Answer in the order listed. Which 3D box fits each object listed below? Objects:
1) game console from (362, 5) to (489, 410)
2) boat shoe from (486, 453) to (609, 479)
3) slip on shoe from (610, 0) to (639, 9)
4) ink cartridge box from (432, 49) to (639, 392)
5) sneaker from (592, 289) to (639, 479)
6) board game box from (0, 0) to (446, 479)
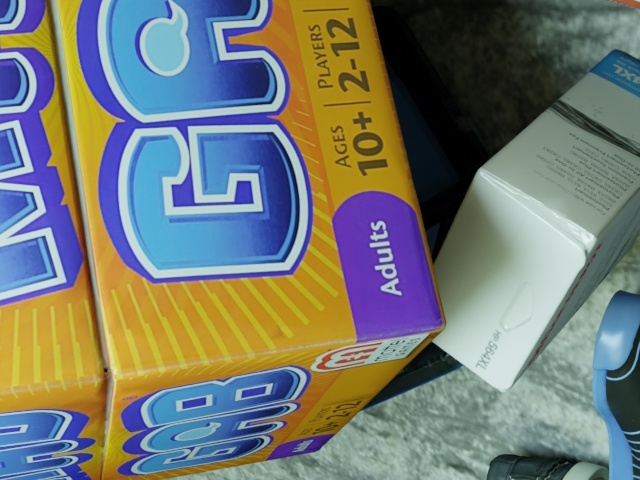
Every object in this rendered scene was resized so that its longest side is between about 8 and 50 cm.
[{"bbox_3d":[0.000,0.000,0.956,0.173,0.250,0.293,34,141,-20],"label":"game console"},{"bbox_3d":[0.190,0.338,1.042,0.113,0.127,0.340,14,124,35],"label":"boat shoe"},{"bbox_3d":[0.110,-0.215,0.761,0.331,0.123,0.101,27,145,30],"label":"slip on shoe"},{"bbox_3d":[0.162,-0.017,0.773,0.086,0.203,0.148,36,134,17],"label":"ink cartridge box"},{"bbox_3d":[0.267,0.140,0.884,0.090,0.081,0.232,8,129,34],"label":"sneaker"},{"bbox_3d":[-0.169,-0.035,0.771,0.356,0.356,0.356,118,142,-66],"label":"board game box"}]
